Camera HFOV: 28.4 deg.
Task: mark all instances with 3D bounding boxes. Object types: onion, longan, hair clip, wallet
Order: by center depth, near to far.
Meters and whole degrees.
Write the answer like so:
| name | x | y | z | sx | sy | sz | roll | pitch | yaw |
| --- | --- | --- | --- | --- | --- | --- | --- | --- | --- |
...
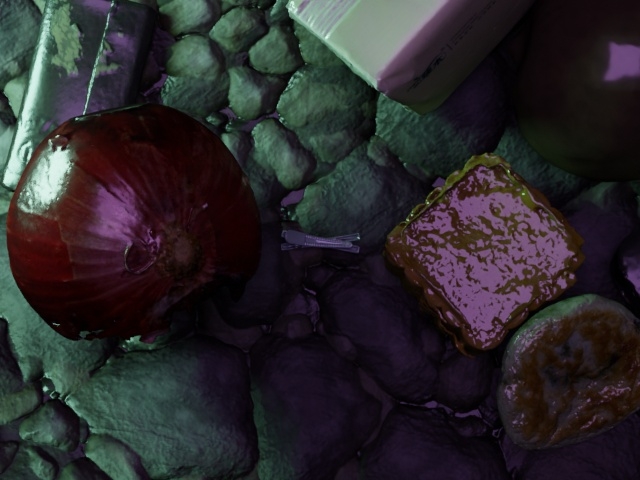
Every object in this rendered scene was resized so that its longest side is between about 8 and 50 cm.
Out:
| name | x | y | z | sx | sy | sz | roll | pitch | yaw |
| --- | --- | --- | --- | --- | --- | --- | --- | --- | --- |
| onion | -0.251 | -0.027 | 1.677 | 0.341 | 0.341 | 0.341 | 0 | 81 | 3 |
| longan | 0.393 | -0.231 | 1.715 | 0.297 | 0.297 | 0.297 | 0 | 81 | 3 |
| hair clip | 0.000 | 0.001 | 1.820 | 0.115 | 0.039 | 0.030 | 2 | 86 | 1 |
| wallet | -0.358 | -0.213 | 1.867 | 0.170 | 0.044 | 0.321 | 11 | 81 | 6 |

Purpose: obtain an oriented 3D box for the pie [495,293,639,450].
| name | x | y | z | sx | sy | sz | roll | pitch | yaw |
| --- | --- | --- | --- | --- | --- | --- | --- | --- | --- |
| pie | 0.345 | 0.186 | 1.715 | 0.241 | 0.054 | 0.240 | -7 | 110 | -19 |

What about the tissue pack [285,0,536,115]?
| name | x | y | z | sx | sy | sz | roll | pitch | yaw |
| --- | --- | --- | --- | --- | --- | --- | --- | --- | --- |
| tissue pack | 0.170 | -0.369 | 1.707 | 0.207 | 0.297 | 0.380 | 44 | 100 | 12 |

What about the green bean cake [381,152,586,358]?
| name | x | y | z | sx | sy | sz | roll | pitch | yaw |
| --- | --- | --- | --- | --- | --- | --- | --- | --- | --- |
| green bean cake | 0.223 | 0.024 | 1.759 | 0.230 | 0.131 | 0.224 | -41 | 84 | -7 |

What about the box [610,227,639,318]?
| name | x | y | z | sx | sy | sz | roll | pitch | yaw |
| --- | --- | --- | --- | --- | --- | --- | --- | --- | --- |
| box | 0.627 | 0.072 | 1.754 | 0.350 | 0.091 | 0.359 | -33 | 81 | -4 |
